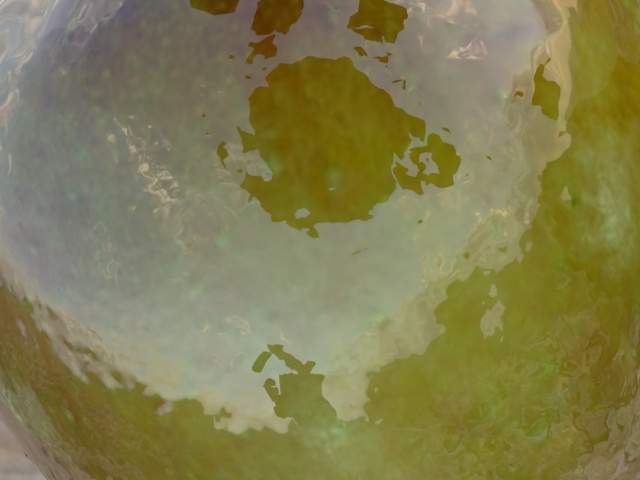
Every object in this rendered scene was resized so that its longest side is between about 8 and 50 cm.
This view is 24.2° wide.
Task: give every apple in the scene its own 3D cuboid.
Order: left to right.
[{"bbox_3d":[0.000,0.000,0.425,0.237,0.208,0.237,-21,11,4],"label":"apple"}]
